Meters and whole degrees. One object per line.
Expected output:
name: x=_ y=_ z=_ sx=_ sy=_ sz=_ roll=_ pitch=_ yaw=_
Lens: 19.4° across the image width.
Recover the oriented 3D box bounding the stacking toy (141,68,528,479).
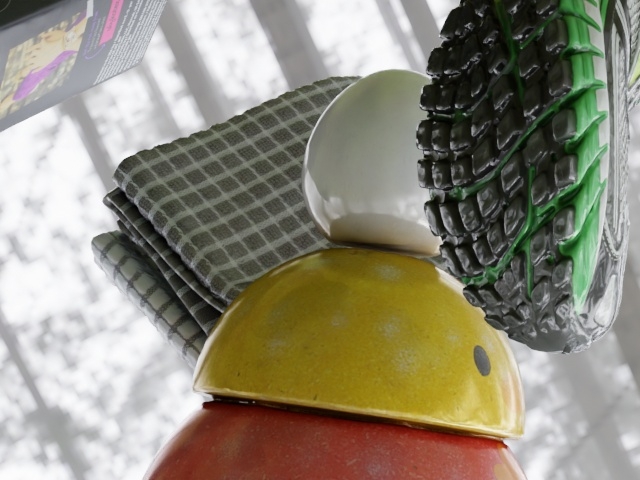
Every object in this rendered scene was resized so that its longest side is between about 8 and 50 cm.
stacking toy: x=0.017 y=0.127 z=1.162 sx=0.350 sy=0.480 sz=0.350 roll=7 pitch=176 yaw=1

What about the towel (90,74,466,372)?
towel: x=0.000 y=0.000 z=1.416 sx=0.283 sy=0.235 sz=0.121 roll=-22 pitch=147 yaw=-37

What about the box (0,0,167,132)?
box: x=-0.258 y=-0.195 z=1.477 sx=0.270 sy=0.165 sz=0.143 roll=-32 pitch=160 yaw=-47

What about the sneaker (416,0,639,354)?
sneaker: x=0.146 y=-0.106 z=0.973 sx=0.134 sy=0.146 sz=0.344 roll=-25 pitch=-127 yaw=59
